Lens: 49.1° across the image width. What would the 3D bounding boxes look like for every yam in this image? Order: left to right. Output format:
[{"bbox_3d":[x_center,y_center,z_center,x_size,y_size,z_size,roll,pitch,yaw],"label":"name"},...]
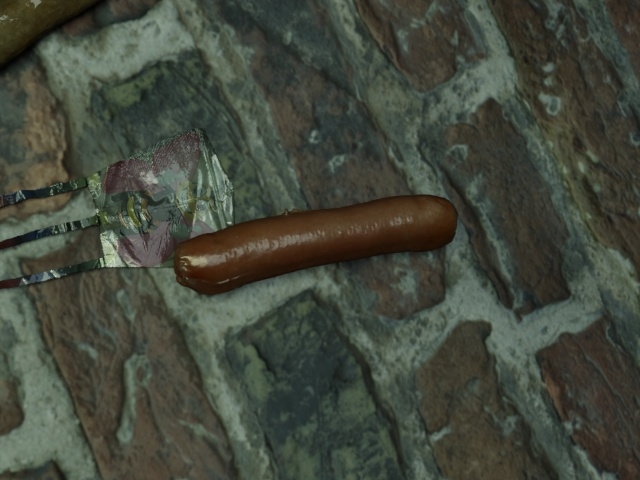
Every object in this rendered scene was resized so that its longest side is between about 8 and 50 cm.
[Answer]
[{"bbox_3d":[-0.376,-0.321,0.955,0.356,0.081,0.081,-38,93,-14],"label":"yam"}]

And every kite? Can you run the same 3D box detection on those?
[{"bbox_3d":[-0.292,-0.034,0.966,0.360,0.022,0.204,-12,86,-19],"label":"kite"}]

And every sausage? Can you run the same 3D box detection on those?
[{"bbox_3d":[0.000,0.000,0.998,0.418,0.094,0.094,-11,67,-16],"label":"sausage"}]
